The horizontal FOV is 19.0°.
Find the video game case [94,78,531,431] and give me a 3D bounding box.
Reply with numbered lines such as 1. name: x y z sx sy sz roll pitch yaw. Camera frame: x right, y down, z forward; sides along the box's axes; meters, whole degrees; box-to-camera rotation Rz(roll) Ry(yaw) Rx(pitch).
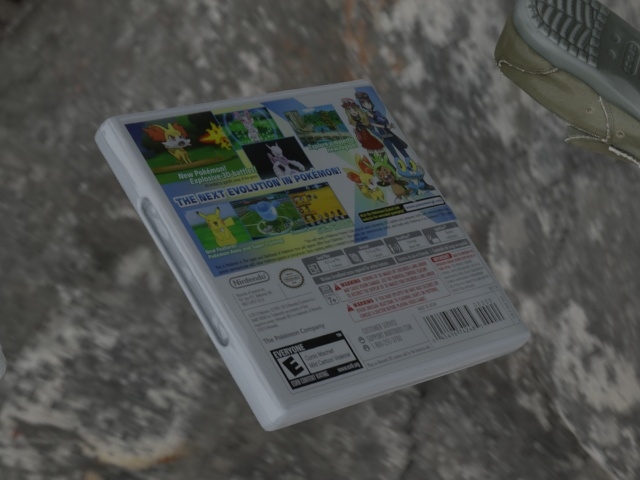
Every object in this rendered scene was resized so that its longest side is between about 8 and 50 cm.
1. video game case: 0.000 0.000 1.670 0.036 0.329 0.300 -47 67 40

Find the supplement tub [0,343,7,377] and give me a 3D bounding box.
1. supplement tub: -0.369 0.048 1.663 0.144 0.144 0.199 -20 110 10

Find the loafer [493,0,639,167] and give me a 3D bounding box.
1. loafer: 0.240 -0.109 1.505 0.251 0.087 0.094 37 54 -11
